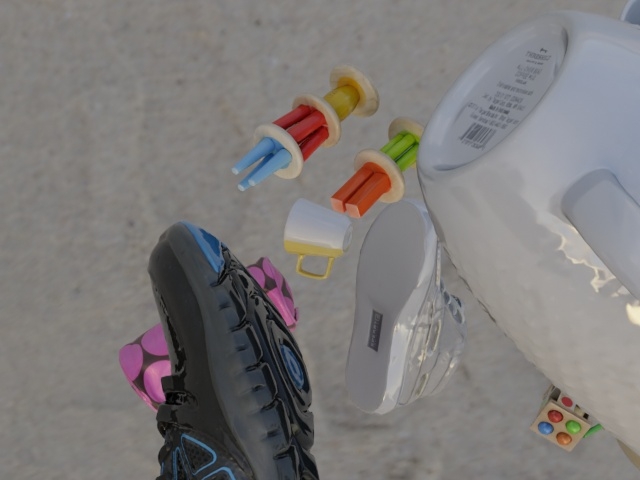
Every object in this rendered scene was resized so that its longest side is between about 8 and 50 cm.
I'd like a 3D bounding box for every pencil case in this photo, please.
[{"bbox_3d":[-0.121,0.110,1.988,0.209,0.095,0.098,-34,92,-1],"label":"pencil case"}]

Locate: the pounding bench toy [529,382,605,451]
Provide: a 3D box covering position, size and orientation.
[{"bbox_3d":[0.282,0.196,1.936,0.083,0.052,0.065,30,42,1],"label":"pounding bench toy"}]

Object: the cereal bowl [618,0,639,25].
[{"bbox_3d":[0.458,-0.143,1.809,0.339,0.141,0.339,4,40,-3],"label":"cereal bowl"}]

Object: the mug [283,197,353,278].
[{"bbox_3d":[0.001,-0.004,1.935,0.064,0.078,0.062,14,47,17],"label":"mug"}]

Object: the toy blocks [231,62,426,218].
[{"bbox_3d":[0.009,-0.065,1.453,0.123,0.054,0.148,43,57,10],"label":"toy blocks"}]

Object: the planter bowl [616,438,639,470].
[{"bbox_3d":[0.421,0.227,2.068,0.162,0.162,0.109,-17,101,-31],"label":"planter bowl"}]

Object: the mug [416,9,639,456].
[{"bbox_3d":[0.253,0.005,1.332,0.328,0.374,0.276,40,101,-20],"label":"mug"}]

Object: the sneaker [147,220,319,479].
[{"bbox_3d":[-0.067,0.151,1.156,0.125,0.139,0.341,31,38,-66],"label":"sneaker"}]

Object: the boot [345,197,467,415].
[{"bbox_3d":[0.107,0.065,1.935,0.123,0.095,0.258,-12,126,-41],"label":"boot"}]
